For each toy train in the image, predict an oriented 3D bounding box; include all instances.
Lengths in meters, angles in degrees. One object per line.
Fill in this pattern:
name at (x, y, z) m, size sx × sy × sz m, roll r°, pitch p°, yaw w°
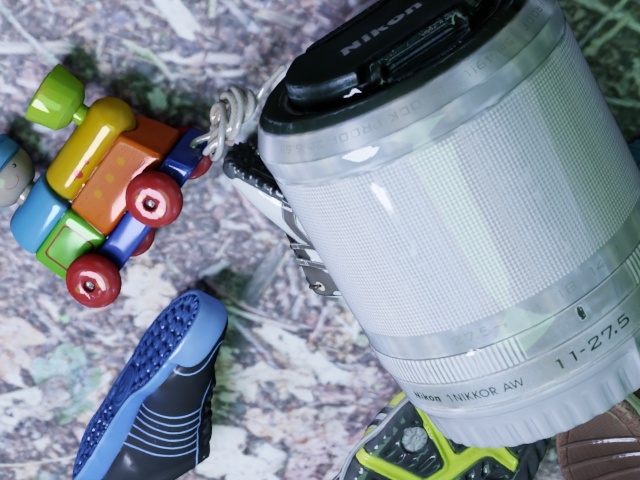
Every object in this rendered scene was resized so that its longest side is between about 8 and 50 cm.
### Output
toy train at (-0.148, -0.079, 1.163) m, size 0.143 × 0.105 × 0.248 m, roll 36°, pitch 118°, yaw -7°

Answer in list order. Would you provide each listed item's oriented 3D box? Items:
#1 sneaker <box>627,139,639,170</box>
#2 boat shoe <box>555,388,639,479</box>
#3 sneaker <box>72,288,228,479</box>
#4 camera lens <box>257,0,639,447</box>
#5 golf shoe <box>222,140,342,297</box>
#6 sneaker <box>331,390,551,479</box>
sneaker at (0.318, -0.050, 1.188) m, size 0.228 × 0.087 × 0.092 m, roll -21°, pitch 129°, yaw 22°
boat shoe at (0.259, 0.183, 1.339) m, size 0.095 × 0.095 × 0.257 m, roll 0°, pitch 135°, yaw 25°
sneaker at (-0.119, 0.133, 1.318) m, size 0.090 × 0.081 × 0.232 m, roll 24°, pitch 128°, yaw -18°
camera lens at (0.103, -0.027, 1.087) m, size 0.219 × 0.219 × 0.274 m, roll -24°, pitch 111°, yaw 16°
golf shoe at (0.000, 0.000, 1.223) m, size 0.198 × 0.077 × 0.094 m, roll 30°, pitch 120°, yaw -17°
sneaker at (0.051, 0.224, 1.349) m, size 0.145 × 0.147 × 0.385 m, roll 33°, pitch 100°, yaw -17°
